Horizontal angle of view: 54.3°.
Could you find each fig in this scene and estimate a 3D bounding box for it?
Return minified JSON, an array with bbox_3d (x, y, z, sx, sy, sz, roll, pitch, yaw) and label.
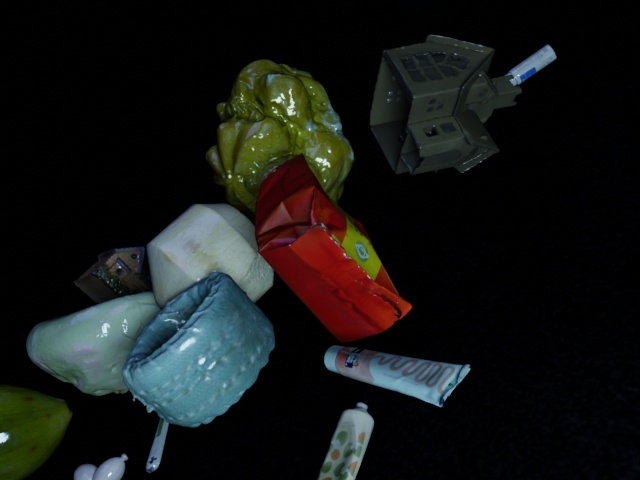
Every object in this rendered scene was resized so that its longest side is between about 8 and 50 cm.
[{"bbox_3d":[-0.601,0.365,1.214,0.225,0.203,0.203,-24,13,-23],"label":"fig"}]

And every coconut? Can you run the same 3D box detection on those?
[{"bbox_3d":[-0.207,0.057,1.159,0.241,0.241,0.241,-34,20,14],"label":"coconut"}]

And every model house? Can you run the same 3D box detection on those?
[{"bbox_3d":[0.239,-0.222,1.076,0.243,0.211,0.204,-14,60,-13],"label":"model house"},{"bbox_3d":[-0.505,0.101,1.640,0.166,0.183,0.172,-16,30,47],"label":"model house"}]

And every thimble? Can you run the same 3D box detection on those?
[{"bbox_3d":[-0.190,0.173,0.970,0.235,0.143,0.198,-47,19,-24],"label":"thimble"}]

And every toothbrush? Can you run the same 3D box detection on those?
[{"bbox_3d":[-0.259,0.275,1.035,0.030,0.030,0.304,-36,19,8],"label":"toothbrush"}]

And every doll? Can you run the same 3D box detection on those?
[{"bbox_3d":[-0.341,0.383,0.896,0.161,0.059,0.160,-41,20,-5],"label":"doll"}]

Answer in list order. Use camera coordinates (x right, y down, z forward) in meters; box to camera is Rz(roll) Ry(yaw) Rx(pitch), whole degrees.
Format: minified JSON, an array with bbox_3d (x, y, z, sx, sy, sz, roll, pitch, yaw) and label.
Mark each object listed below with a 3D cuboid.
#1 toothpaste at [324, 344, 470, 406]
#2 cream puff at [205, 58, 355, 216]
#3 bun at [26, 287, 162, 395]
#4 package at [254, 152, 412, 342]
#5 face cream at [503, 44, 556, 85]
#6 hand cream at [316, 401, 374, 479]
[{"bbox_3d":[0.077,0.148,0.710,0.056,0.036,0.205,-47,24,-27],"label":"toothpaste"},{"bbox_3d":[-0.110,-0.188,1.324,0.275,0.378,0.378,-21,13,-20],"label":"cream puff"},{"bbox_3d":[-0.409,0.212,1.225,0.293,0.187,0.293,-19,-2,-1],"label":"bun"},{"bbox_3d":[0.000,-0.001,0.939,0.123,0.196,0.423,-41,20,7],"label":"package"},{"bbox_3d":[0.393,-0.328,1.214,0.130,0.034,0.034,-34,20,11],"label":"face cream"},{"bbox_3d":[0.016,0.238,0.629,0.057,0.037,0.165,-19,33,44],"label":"hand cream"}]
